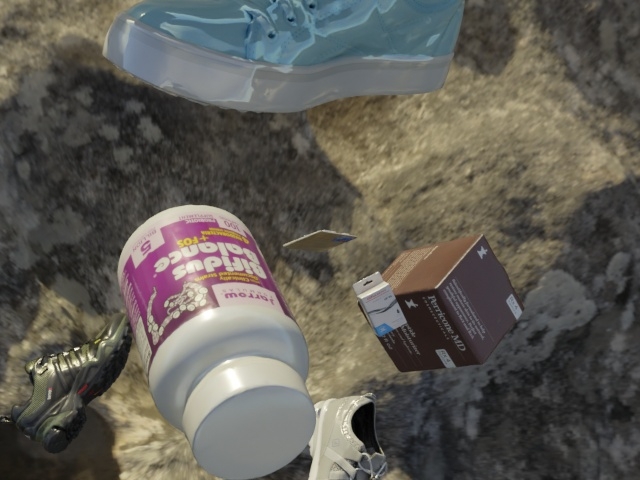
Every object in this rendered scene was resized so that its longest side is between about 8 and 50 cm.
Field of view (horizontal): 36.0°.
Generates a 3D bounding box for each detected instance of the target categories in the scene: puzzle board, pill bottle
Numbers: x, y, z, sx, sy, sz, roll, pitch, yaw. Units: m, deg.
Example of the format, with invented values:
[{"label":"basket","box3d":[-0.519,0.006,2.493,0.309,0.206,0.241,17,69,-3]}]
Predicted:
[{"label":"puzzle board","box3d":[0.000,0.000,1.976,0.096,0.128,0.011,-23,73,33]},{"label":"pill bottle","box3d":[-0.110,0.103,1.053,0.169,0.169,0.301,-19,39,-11]}]

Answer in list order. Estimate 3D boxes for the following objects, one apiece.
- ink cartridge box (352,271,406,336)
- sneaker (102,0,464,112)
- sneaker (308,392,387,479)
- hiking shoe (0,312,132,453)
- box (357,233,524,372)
[{"label":"ink cartridge box","box3d":[0.087,0.094,1.460,0.048,0.028,0.083,-28,100,-8]},{"label":"sneaker","box3d":[-0.011,-0.192,0.760,0.135,0.366,0.150,27,116,30]},{"label":"sneaker","box3d":[0.046,0.354,1.468,0.105,0.115,0.281,28,44,-41]},{"label":"hiking shoe","box3d":[-0.348,0.177,1.366,0.114,0.086,0.227,25,53,8]},{"label":"box","box3d":[0.212,0.114,1.741,0.167,0.203,0.168,-43,108,-37]}]
